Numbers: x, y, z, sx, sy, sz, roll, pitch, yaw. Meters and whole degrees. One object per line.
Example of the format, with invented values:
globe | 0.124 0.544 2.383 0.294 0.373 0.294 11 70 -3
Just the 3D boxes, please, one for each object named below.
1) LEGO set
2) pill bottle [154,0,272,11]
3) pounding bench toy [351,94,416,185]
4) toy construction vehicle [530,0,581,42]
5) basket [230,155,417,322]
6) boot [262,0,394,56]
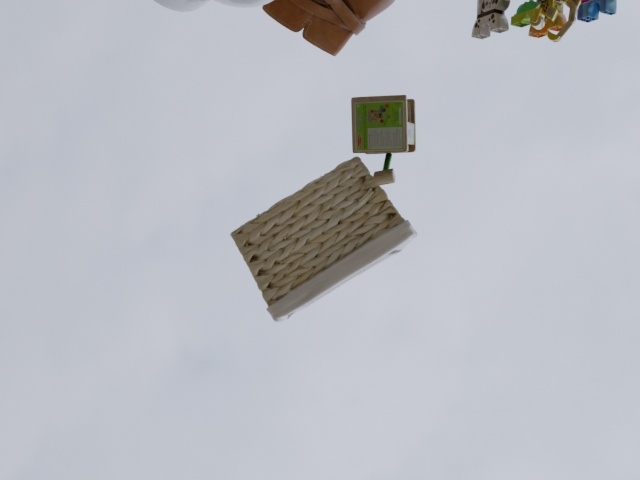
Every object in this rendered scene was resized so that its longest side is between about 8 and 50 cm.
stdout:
LEGO set | 0.296 -0.322 1.061 0.227 0.087 0.093 -1 -95 62
pill bottle | -0.027 -0.257 0.569 0.264 0.146 0.146 -20 -111 38
pounding bench toy | 0.063 -0.094 0.800 0.052 0.065 0.083 -1 -86 15
toy construction vehicle | 0.270 -0.276 0.927 0.035 0.086 0.098 23 -82 22
basket | 0.000 0.000 0.859 0.167 0.113 0.103 -31 -95 -4
boot | -0.013 -0.279 0.779 0.197 0.073 0.152 39 -58 -8
